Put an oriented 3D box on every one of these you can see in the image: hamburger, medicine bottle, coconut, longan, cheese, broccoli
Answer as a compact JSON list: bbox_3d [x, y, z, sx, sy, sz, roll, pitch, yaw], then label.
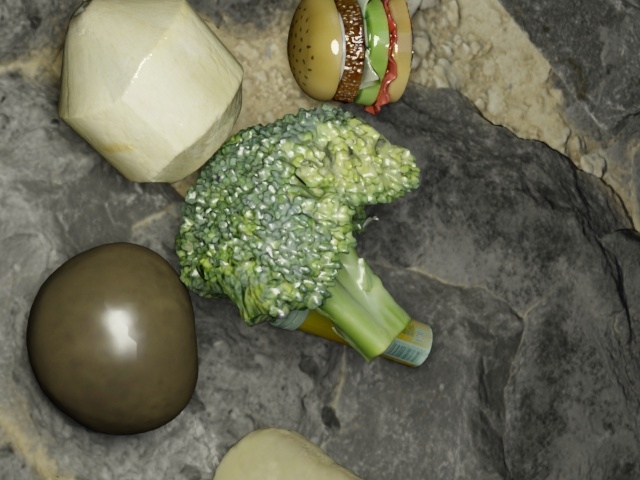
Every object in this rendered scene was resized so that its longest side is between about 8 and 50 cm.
[{"bbox_3d":[0.029,-0.240,1.875,0.136,0.175,0.175,-4,91,-16],"label":"hamburger"},{"bbox_3d":[0.040,0.105,1.920,0.218,0.074,0.074,21,79,-29],"label":"medicine bottle"},{"bbox_3d":[-0.203,-0.183,1.716,0.222,0.202,0.202,48,68,-22],"label":"coconut"},{"bbox_3d":[-0.233,0.114,1.697,0.196,0.196,0.220,-12,100,-29],"label":"longan"},{"bbox_3d":[-0.017,0.346,1.845,0.247,0.251,0.174,33,85,13],"label":"cheese"},{"bbox_3d":[-0.001,-0.023,1.716,0.301,0.375,0.249,26,104,-4],"label":"broccoli"}]
